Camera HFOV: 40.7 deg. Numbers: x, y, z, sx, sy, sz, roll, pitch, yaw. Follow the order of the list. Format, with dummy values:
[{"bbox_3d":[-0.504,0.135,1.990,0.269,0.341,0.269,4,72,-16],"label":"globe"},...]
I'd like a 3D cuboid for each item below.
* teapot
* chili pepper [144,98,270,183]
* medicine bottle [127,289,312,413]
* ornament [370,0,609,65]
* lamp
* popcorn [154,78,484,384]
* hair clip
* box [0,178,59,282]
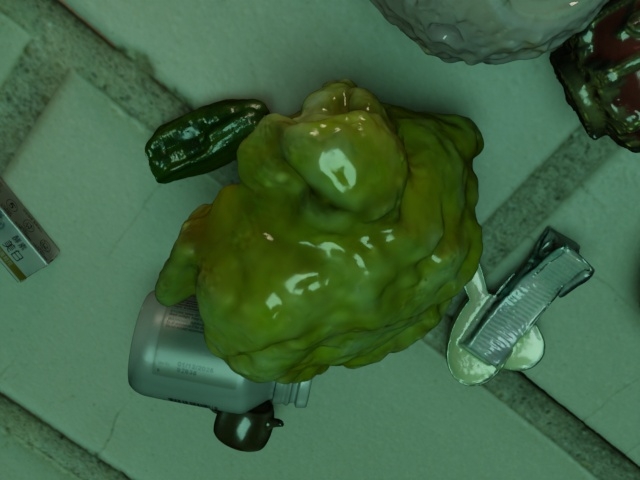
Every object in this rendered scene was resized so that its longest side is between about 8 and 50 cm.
[{"bbox_3d":[-0.102,0.224,1.131,0.121,0.076,0.068,27,107,25],"label":"teapot"},{"bbox_3d":[-0.106,-0.122,0.970,0.204,0.073,0.072,-19,98,12],"label":"chili pepper"},{"bbox_3d":[-0.114,0.140,1.054,0.215,0.135,0.135,11,115,-1],"label":"medicine bottle"},{"bbox_3d":[0.151,-0.290,0.776,0.259,0.225,0.259,-13,124,-20],"label":"ornament"},{"bbox_3d":[0.367,-0.202,0.839,0.274,0.177,0.177,-25,110,18],"label":"lamp"},{"bbox_3d":[0.012,0.006,0.886,0.294,0.292,0.334,27,111,1],"label":"popcorn"},{"bbox_3d":[0.221,0.080,1.034,0.159,0.071,0.218,35,107,-5],"label":"hair clip"},{"bbox_3d":[-0.409,-0.050,1.043,0.055,0.039,0.218,-27,110,18],"label":"box"}]
